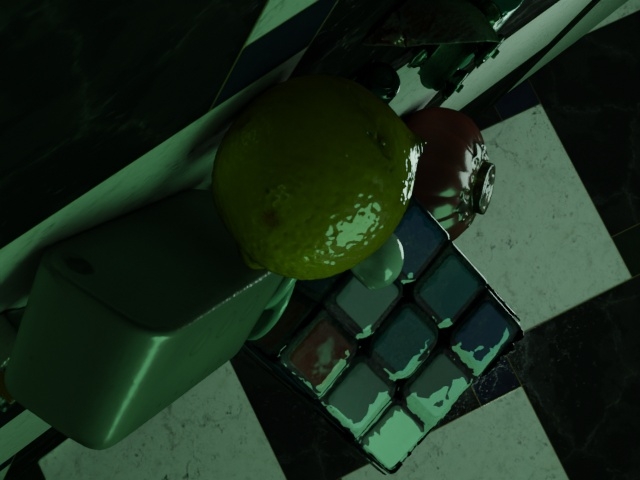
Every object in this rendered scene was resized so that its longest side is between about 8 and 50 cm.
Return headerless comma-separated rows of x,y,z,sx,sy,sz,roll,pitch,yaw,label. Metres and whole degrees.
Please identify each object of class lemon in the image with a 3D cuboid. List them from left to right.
-0.011,-0.068,1.487,0.253,0.228,0.228,-51,176,1,lemon

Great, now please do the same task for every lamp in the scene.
0.237,-0.136,2.719,0.303,0.257,0.303,12,90,-73,lamp

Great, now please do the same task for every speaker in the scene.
-0.200,0.085,1.540,0.184,0.183,0.406,-64,166,22,speaker
0.060,-0.217,1.818,0.094,0.060,0.075,2,158,-22,speaker

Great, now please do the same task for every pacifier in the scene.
0.000,0.000,1.816,0.288,0.269,0.343,-122,-128,-67,pacifier

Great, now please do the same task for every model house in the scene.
-0.381,0.146,1.562,0.100,0.088,0.101,-41,172,6,model house

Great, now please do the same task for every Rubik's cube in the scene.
0.055,0.112,2.135,0.362,0.359,0.363,-50,-147,-5,Rubik's cube

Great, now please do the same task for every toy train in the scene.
0.225,-0.314,1.914,0.159,0.101,0.248,-52,-178,-22,toy train

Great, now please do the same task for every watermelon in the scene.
0.138,-0.269,1.604,0.180,0.081,0.094,-2,-142,27,watermelon

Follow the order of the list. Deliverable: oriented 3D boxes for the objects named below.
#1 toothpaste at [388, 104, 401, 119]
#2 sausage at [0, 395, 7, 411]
0.007,-0.116,2.304,0.336,0.067,0.081,-39,173,-9,toothpaste
-0.328,0.144,1.752,0.317,0.117,0.125,-37,-150,-26,sausage
